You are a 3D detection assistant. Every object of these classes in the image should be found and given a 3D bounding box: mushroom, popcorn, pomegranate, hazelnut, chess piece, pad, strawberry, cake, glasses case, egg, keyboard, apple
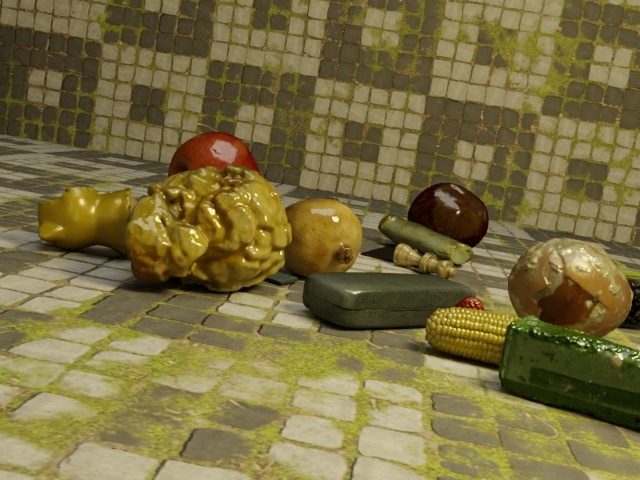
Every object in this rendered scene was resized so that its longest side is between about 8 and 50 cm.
[{"bbox_3d":[0.279,0.000,2.113,0.100,0.081,0.312,-1,18,-37],"label":"mushroom"},{"bbox_3d":[-0.209,-0.023,1.366,0.265,0.225,0.332,23,27,38],"label":"popcorn"},{"bbox_3d":[0.000,0.000,1.574,0.196,0.196,0.196,9,9,-2],"label":"pomegranate"},{"bbox_3d":[0.372,-0.052,2.269,0.234,0.218,0.218,29,11,4],"label":"hazelnut"},{"bbox_3d":[0.255,0.054,1.847,0.172,0.060,0.060,19,13,42],"label":"chess piece"},{"bbox_3d":[0.264,0.044,2.074,0.220,0.004,0.330,13,10,23],"label":"pad"},{"bbox_3d":[0.244,0.132,1.279,0.073,0.083,0.073,18,9,-3],"label":"strawberry"},{"bbox_3d":[0.370,0.179,1.042,0.235,0.100,0.099,13,10,24],"label":"cake"},{"bbox_3d":[0.127,0.102,1.349,0.323,0.074,0.131,3,12,-37],"label":"glasses case"},{"bbox_3d":[0.455,0.093,1.395,0.233,0.194,0.195,23,6,-12],"label":"egg"},{"bbox_3d":[-0.132,0.060,1.531,0.176,0.014,0.055,15,11,32],"label":"keyboard"},{"bbox_3d":[-0.281,-0.157,2.003,0.206,0.251,0.272,-14,37,-31],"label":"apple"}]

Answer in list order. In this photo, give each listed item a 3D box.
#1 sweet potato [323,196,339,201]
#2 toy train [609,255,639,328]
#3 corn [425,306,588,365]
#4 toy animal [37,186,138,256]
[{"bbox_3d":[-0.014,-0.035,1.905,0.131,0.131,0.337,11,10,9],"label":"sweet potato"},{"bbox_3d":[0.582,0.106,1.646,0.261,0.134,0.177,6,18,-17],"label":"toy train"},{"bbox_3d":[0.285,0.154,1.176,0.249,0.081,0.081,10,9,12],"label":"corn"},{"bbox_3d":[-0.421,-0.036,1.477,0.230,0.156,0.156,-3,12,-12],"label":"toy animal"}]
